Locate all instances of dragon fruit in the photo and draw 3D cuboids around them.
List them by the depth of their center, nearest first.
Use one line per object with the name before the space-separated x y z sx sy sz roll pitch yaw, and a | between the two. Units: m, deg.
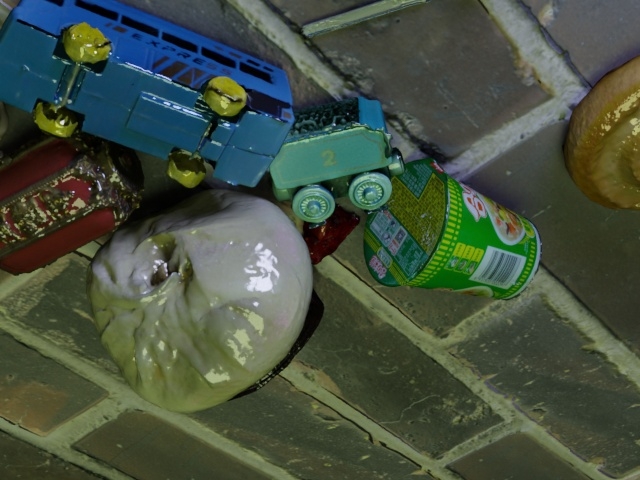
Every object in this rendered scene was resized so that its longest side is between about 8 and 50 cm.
dragon fruit | 0.001 0.002 1.522 0.097 0.063 0.131 22 128 -24

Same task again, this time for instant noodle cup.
instant noodle cup | 0.221 0.000 1.465 0.233 0.207 0.207 17 130 -30

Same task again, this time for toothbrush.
toothbrush | 0.112 -0.323 1.250 0.294 0.028 0.026 -12 133 13

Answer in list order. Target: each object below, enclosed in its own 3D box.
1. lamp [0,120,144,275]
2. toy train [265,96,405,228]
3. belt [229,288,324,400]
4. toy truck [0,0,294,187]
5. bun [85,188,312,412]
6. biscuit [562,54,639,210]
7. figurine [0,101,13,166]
lamp | -0.390 -0.062 1.342 0.274 0.177 0.177 -25 131 18
toy train | 0.018 -0.121 1.377 0.203 0.112 0.163 -14 127 6
belt | -0.123 0.137 1.577 0.184 0.164 0.289 -1 139 -44
toy truck | -0.232 -0.204 1.231 0.385 0.162 0.161 18 130 -20
bun | -0.194 0.080 1.379 0.361 0.361 0.213 -27 156 19
biscuit | 0.520 -0.154 1.405 0.297 0.102 0.296 -4 136 -4
figurine | -0.507 -0.192 1.255 0.229 0.112 0.137 38 148 -26
